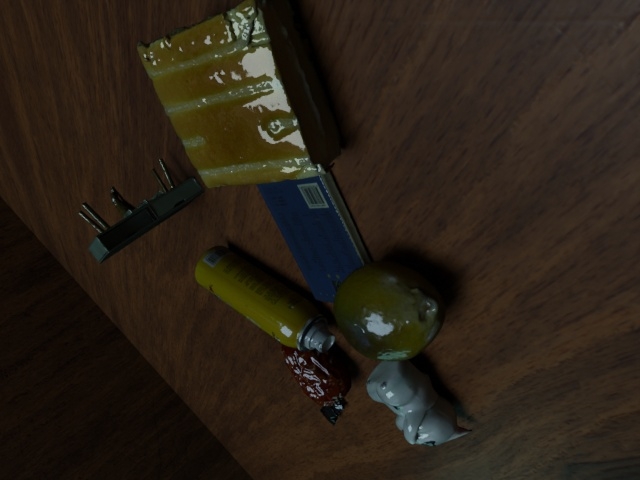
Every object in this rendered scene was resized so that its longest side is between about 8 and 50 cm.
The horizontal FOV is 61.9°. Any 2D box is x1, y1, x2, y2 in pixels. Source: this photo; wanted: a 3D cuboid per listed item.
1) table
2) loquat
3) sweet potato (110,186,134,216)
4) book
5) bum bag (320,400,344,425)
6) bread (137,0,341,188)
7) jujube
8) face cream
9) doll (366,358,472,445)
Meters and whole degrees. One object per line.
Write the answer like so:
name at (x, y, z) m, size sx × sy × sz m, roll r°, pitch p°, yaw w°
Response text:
table at (-0.386, -0.072, 1.123) m, size 0.111 × 0.240 × 0.121 m, roll 55°, pitch 147°, yaw -8°
loquat at (0.103, 0.103, 0.789) m, size 0.152 × 0.152 × 0.195 m, roll 57°, pitch 156°, yaw -10°
sweet potato at (-0.552, -0.088, 1.509) m, size 0.153 × 0.038 × 0.041 m, roll 48°, pitch 125°, yaw 20°
book at (0.000, 0.000, 0.922) m, size 0.191 × 0.025 × 0.269 m, roll 2°, pitch 124°, yaw 52°
bum bag at (0.028, 0.407, 1.296) m, size 0.058 × 0.034 × 0.124 m, roll 47°, pitch 149°, yaw 23°
bread at (-0.107, -0.198, 0.742) m, size 0.246 × 0.111 × 0.239 m, roll 2°, pitch 127°, yaw 37°
jujube at (-0.009, 0.266, 1.139) m, size 0.112 × 0.109 × 0.176 m, roll -45°, pitch 74°, yaw 22°
face cream at (-0.114, 0.128, 1.121) m, size 0.349 × 0.105 × 0.105 m, roll 29°, pitch 142°, yaw 30°
doll at (0.162, 0.284, 0.933) m, size 0.180 × 0.107 × 0.110 m, roll 55°, pitch 156°, yaw -7°
